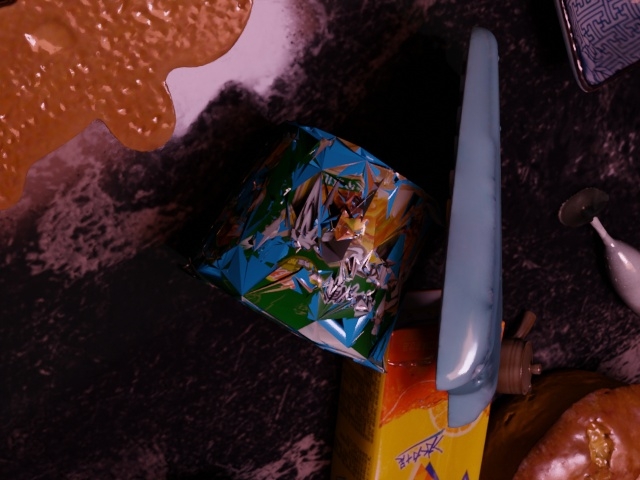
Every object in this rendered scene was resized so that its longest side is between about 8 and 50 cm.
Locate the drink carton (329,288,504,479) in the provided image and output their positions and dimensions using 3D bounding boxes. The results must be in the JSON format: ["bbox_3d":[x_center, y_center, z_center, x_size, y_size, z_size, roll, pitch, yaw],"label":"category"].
[{"bbox_3d":[0.100,0.240,1.180,0.154,0.111,0.351,-2,110,-23],"label":"drink carton"}]

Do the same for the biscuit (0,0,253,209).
[{"bbox_3d":[-0.216,-0.167,0.894,0.339,0.047,0.216,-31,120,5],"label":"biscuit"}]

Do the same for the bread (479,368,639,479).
[{"bbox_3d":[0.329,0.304,1.275,0.312,0.172,0.312,-10,112,-26],"label":"bread"}]

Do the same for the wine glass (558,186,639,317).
[{"bbox_3d":[0.368,0.022,1.250,0.066,0.066,0.198,-44,121,-4],"label":"wine glass"}]

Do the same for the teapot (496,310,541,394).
[{"bbox_3d":[0.236,0.139,1.236,0.085,0.080,0.110,64,37,-49],"label":"teapot"}]

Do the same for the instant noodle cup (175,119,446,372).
[{"bbox_3d":[0.000,0.000,0.991,0.240,0.240,0.178,29,88,-30],"label":"instant noodle cup"}]

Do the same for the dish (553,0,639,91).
[{"bbox_3d":[0.306,-0.308,1.089,0.182,0.080,0.243,-30,116,-12],"label":"dish"}]

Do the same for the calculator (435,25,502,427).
[{"bbox_3d":[0.153,-0.023,0.996,0.054,0.256,0.386,0,69,11],"label":"calculator"}]
